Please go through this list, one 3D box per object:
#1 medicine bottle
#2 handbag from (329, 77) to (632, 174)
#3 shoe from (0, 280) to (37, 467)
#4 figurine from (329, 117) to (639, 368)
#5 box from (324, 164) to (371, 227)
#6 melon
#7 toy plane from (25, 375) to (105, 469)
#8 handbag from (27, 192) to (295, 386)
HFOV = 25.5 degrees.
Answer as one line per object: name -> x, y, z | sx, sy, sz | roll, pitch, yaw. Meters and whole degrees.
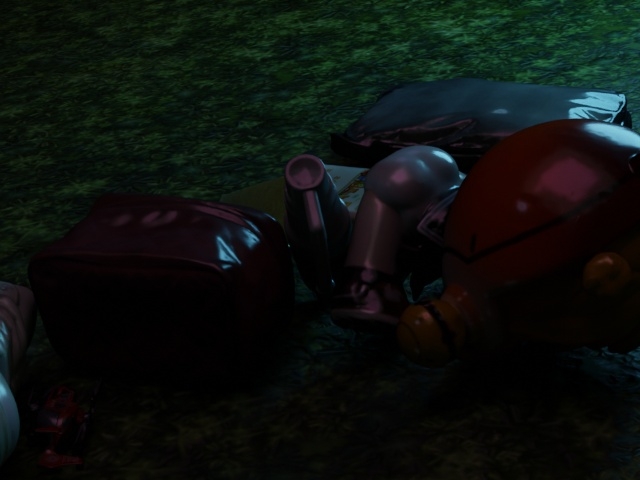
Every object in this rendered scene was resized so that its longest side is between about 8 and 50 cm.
medicine bottle -> 0.000, 0.000, 1.281 | 0.061, 0.220, 0.092 | -11, 66, 2
handbag -> 0.189, -0.134, 1.656 | 0.332, 0.075, 0.191 | 6, 31, 23
shoe -> -0.299, 0.105, 1.218 | 0.160, 0.131, 0.363 | -21, 20, -27
figurine -> 0.182, -0.004, 1.209 | 0.323, 0.196, 0.320 | 0, 25, 43
box -> 0.051, -0.044, 1.538 | 0.220, 0.032, 0.122 | 7, 28, 31
melon -> -0.053, -0.005, 1.424 | 0.114, 0.053, 0.262 | -34, 19, 7
toy plane -> -0.219, 0.156, 1.187 | 0.060, 0.037, 0.145 | 1, 20, -3
handbag -> -0.139, 0.043, 1.276 | 0.225, 0.146, 0.135 | 3, 29, 22
